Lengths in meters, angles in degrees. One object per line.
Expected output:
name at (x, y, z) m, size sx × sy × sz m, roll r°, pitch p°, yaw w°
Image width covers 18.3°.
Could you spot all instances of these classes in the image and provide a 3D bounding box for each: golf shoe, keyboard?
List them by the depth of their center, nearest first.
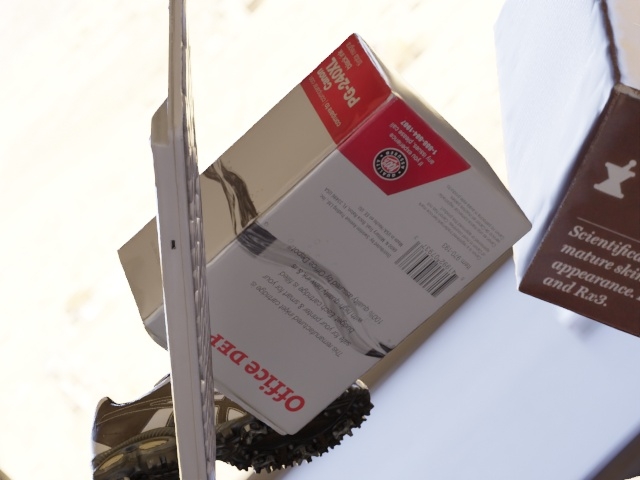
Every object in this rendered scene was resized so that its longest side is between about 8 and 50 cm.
keyboard at (-0.046, 0.024, 0.723) m, size 0.256 × 0.014 × 0.072 m, roll 90°, pitch -177°, yaw -49°
golf shoe at (-0.066, 0.114, 1.357) m, size 0.198 × 0.077 × 0.094 m, roll -15°, pitch 51°, yaw -5°

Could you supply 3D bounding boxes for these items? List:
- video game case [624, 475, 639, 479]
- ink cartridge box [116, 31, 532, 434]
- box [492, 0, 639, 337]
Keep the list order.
video game case at (0.211, 0.214, 1.001) m, size 0.232 × 0.210 × 0.042 m, roll -16°, pitch -2°, yaw 10°
ink cartridge box at (0.000, 0.000, 0.887) m, size 0.150 × 0.109 × 0.063 m, roll -41°, pitch 38°, yaw 10°
box at (0.220, -0.080, 1.192) m, size 0.381 × 0.191 × 0.143 m, roll -84°, pitch 17°, yaw -64°
